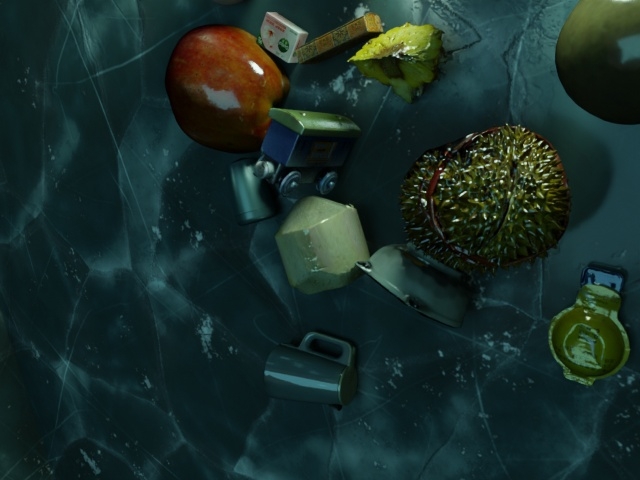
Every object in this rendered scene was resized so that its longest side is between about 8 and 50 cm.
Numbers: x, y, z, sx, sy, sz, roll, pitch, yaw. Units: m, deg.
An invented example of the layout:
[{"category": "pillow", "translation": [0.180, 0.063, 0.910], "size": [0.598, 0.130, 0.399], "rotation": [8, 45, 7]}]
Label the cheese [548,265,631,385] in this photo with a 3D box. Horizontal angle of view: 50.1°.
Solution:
[{"category": "cheese", "translation": [0.597, 0.193, 1.510], "size": [0.177, 0.069, 0.270], "rotation": [16, 109, 31]}]

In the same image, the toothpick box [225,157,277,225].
[{"category": "toothpick box", "translation": [-0.203, -0.142, 1.955], "size": [0.120, 0.120, 0.184], "rotation": [-16, 91, 38]}]

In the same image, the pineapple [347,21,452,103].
[{"category": "pineapple", "translation": [0.220, -0.415, 1.599], "size": [0.250, 0.139, 0.164], "rotation": [8, 150, 49]}]

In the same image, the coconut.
[{"category": "coconut", "translation": [0.000, 0.000, 1.783], "size": [0.239, 0.239, 0.244], "rotation": [-13, 101, 37]}]

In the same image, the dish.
[{"category": "dish", "translation": [0.243, 0.084, 1.626], "size": [0.303, 0.303, 0.120], "rotation": [35, 99, 23]}]

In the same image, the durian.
[{"category": "durian", "translation": [0.345, -0.080, 1.438], "size": [0.384, 0.348, 0.347], "rotation": [-143, 48, -68]}]

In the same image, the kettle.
[{"category": "kettle", "translation": [-0.017, 0.368, 1.974], "size": [0.243, 0.160, 0.210], "rotation": [4, 78, 27]}]

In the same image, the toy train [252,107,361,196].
[{"category": "toy train", "translation": [-0.033, -0.220, 1.703], "size": [0.131, 0.300, 0.202], "rotation": [35, 113, 25]}]

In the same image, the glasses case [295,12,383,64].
[{"category": "glasses case", "translation": [0.044, -0.499, 1.700], "size": [0.218, 0.075, 0.049], "rotation": [-15, 92, 38]}]

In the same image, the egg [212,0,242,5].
[{"category": "egg", "translation": [-0.226, -0.717, 1.766], "size": [0.176, 0.176, 0.232], "rotation": [51, 134, 13]}]

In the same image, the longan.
[{"category": "longan", "translation": [0.581, -0.354, 1.228], "size": [0.297, 0.297, 0.297], "rotation": [11, 110, 33]}]

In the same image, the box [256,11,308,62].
[{"category": "box", "translation": [-0.102, -0.537, 1.812], "size": [0.125, 0.043, 0.089], "rotation": [37, 122, 22]}]

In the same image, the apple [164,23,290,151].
[{"category": "apple", "translation": [-0.261, -0.411, 1.916], "size": [0.365, 0.295, 0.328], "rotation": [26, 159, 26]}]
